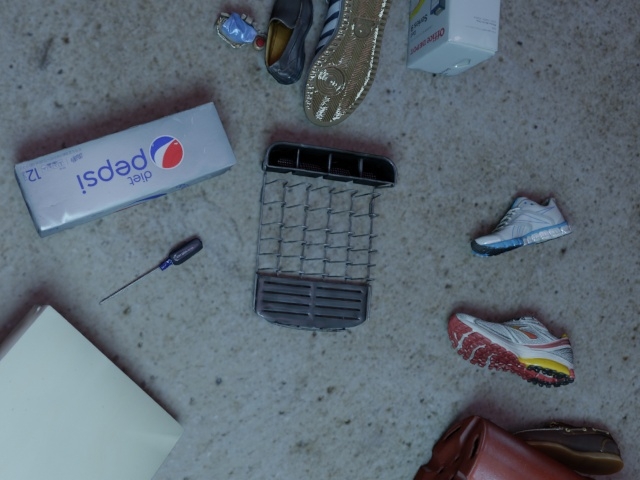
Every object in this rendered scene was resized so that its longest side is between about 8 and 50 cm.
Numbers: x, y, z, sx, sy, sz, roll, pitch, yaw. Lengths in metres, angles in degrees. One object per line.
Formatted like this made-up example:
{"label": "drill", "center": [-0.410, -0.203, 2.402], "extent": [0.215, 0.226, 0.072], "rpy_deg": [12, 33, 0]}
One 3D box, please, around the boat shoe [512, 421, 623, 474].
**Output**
{"label": "boat shoe", "center": [0.393, 0.333, 1.403], "extent": [0.207, 0.073, 0.073], "rpy_deg": [14, 44, -20]}

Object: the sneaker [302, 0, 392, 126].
{"label": "sneaker", "center": [0.034, -0.324, 1.329], "extent": [0.099, 0.153, 0.282], "rpy_deg": [12, 112, -19]}

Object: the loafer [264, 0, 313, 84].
{"label": "loafer", "center": [-0.051, -0.324, 1.299], "extent": [0.062, 0.061, 0.170], "rpy_deg": [-1, 82, 26]}

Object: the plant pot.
{"label": "plant pot", "center": [0.282, 0.413, 1.268], "extent": [0.265, 0.272, 0.272], "rpy_deg": [36, 75, -4]}

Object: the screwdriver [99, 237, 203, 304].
{"label": "screwdriver", "center": [-0.242, 0.049, 1.240], "extent": [0.170, 0.024, 0.025], "rpy_deg": [-37, 126, -11]}

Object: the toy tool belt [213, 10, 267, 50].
{"label": "toy tool belt", "center": [-0.116, -0.314, 1.291], "extent": [0.083, 0.051, 0.052], "rpy_deg": [26, 78, -15]}

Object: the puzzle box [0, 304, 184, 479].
{"label": "puzzle box", "center": [-0.382, 0.318, 1.066], "extent": [0.272, 0.052, 0.409], "rpy_deg": [51, 58, -26]}

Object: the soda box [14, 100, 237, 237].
{"label": "soda box", "center": [-0.269, -0.098, 1.202], "extent": [0.286, 0.091, 0.098], "rpy_deg": [-22, 91, -19]}

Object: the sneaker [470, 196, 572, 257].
{"label": "sneaker", "center": [0.318, -0.026, 1.410], "extent": [0.190, 0.071, 0.083], "rpy_deg": [-14, 84, -27]}

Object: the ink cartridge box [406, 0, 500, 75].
{"label": "ink cartridge box", "center": [0.210, -0.382, 1.351], "extent": [0.093, 0.154, 0.212], "rpy_deg": [5, 84, -18]}

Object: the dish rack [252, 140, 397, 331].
{"label": "dish rack", "center": [0.000, 0.000, 1.293], "extent": [0.208, 0.074, 0.271], "rpy_deg": [6, 84, -17]}

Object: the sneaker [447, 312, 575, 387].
{"label": "sneaker", "center": [0.305, 0.162, 1.386], "extent": [0.225, 0.088, 0.093], "rpy_deg": [22, 59, -16]}
